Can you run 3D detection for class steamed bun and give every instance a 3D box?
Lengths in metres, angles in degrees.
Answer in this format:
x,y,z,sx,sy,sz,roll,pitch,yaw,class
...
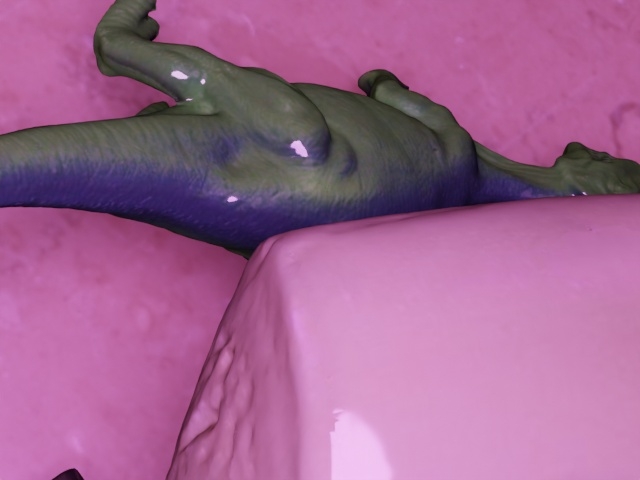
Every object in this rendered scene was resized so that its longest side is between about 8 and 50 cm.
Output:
x,y,z,sx,sy,sz,roll,pitch,yaw,class
0.095,0.211,0.770,0.371,0.290,0.455,-5,118,-18,steamed bun

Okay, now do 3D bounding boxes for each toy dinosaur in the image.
x,y,z,sx,sy,sz,roll,pitch,yaw,class
0.000,0.000,0.846,0.375,0.144,0.500,21,27,6,toy dinosaur

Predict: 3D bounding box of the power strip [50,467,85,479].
x,y,z,sx,sy,sz,roll,pitch,yaw,class
-0.195,0.257,0.750,0.251,0.257,0.092,-39,113,-4,power strip
